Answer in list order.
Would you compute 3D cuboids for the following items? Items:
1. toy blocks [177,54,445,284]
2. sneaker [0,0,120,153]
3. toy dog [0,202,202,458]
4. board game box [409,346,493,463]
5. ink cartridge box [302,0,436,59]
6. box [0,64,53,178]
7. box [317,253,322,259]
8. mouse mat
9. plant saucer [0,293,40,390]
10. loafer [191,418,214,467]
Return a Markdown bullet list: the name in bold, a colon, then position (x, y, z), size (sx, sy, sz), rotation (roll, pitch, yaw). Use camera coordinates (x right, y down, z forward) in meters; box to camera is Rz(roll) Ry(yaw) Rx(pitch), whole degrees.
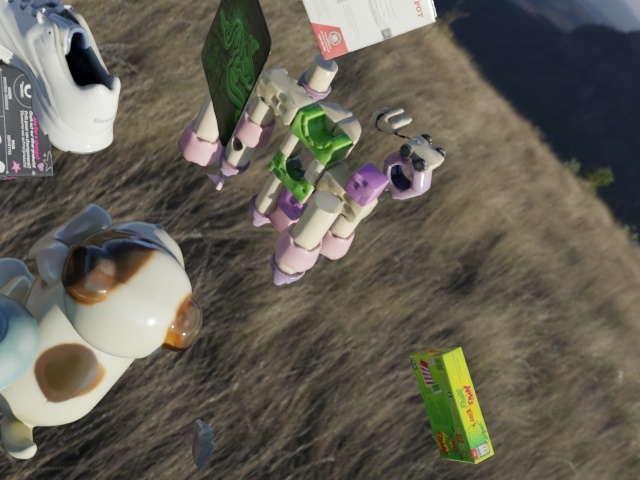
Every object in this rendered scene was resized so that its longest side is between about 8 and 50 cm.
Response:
- **toy blocks**: position (-0.035, -0.094, 1.251), size (0.288, 0.260, 0.309), rotation (47, 46, 13)
- **sneaker**: position (-0.338, -0.252, 0.977), size (0.297, 0.129, 0.111), rotation (49, 46, 2)
- **toy dog**: position (-0.373, 0.115, 1.266), size (0.284, 0.408, 0.395), rotation (43, 38, -21)
- **board game box**: position (0.215, 0.269, 1.313), size (0.043, 0.092, 0.181), rotation (-17, 89, -29)
- **ink cartridge box**: position (0.050, -0.276, 0.892), size (0.056, 0.135, 0.099), rotation (-98, 168, -50)
- **box**: position (-0.528, -0.165, 1.175), size (0.142, 0.247, 0.163), rotation (-9, 98, -54)
- **box**: position (0.000, 0.000, 1.628), size (0.029, 0.162, 0.116), rotation (47, 10, -14)
- **mouse mat**: position (-0.102, -0.221, 0.924), size (0.007, 0.153, 0.190), rotation (6, 46, -28)
- **plant saucer**: position (-0.498, 0.133, 1.126), size (0.195, 0.037, 0.195), rotation (11, 44, -10)
- **loafer**: position (-0.249, 0.424, 1.675), size (0.045, 0.125, 0.039), rotation (-20, 47, -34)
